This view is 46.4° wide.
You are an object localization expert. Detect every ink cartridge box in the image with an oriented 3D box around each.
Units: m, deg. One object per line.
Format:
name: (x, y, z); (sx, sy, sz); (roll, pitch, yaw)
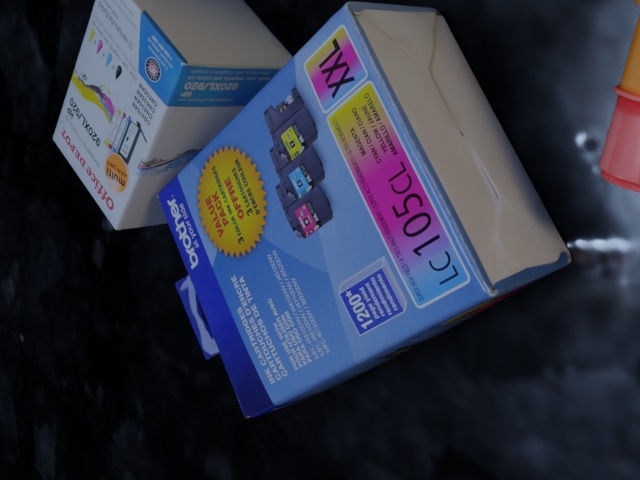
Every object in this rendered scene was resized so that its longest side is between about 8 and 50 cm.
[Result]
ink cartridge box: (0.000, 0.000, 0.740); (0.395, 0.151, 0.270); (-37, 72, 43)
ink cartridge box: (-0.171, -0.156, 0.857); (0.171, 0.168, 0.232); (51, 129, 24)

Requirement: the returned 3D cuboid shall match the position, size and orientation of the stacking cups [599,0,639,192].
stacking cups: (0.253, -0.187, 0.496); (0.096, 0.096, 0.316); (30, 118, 37)
